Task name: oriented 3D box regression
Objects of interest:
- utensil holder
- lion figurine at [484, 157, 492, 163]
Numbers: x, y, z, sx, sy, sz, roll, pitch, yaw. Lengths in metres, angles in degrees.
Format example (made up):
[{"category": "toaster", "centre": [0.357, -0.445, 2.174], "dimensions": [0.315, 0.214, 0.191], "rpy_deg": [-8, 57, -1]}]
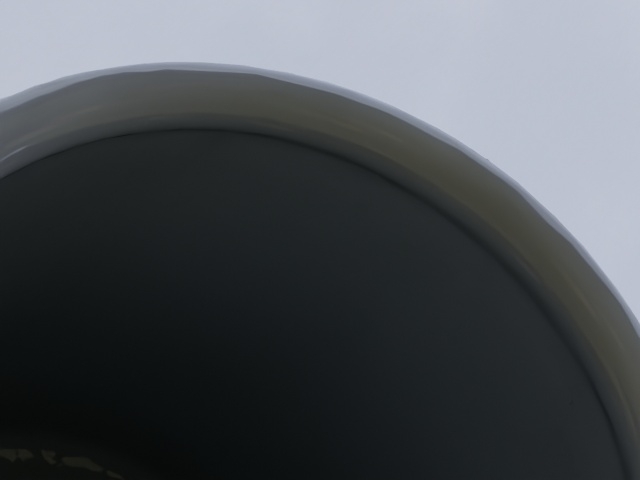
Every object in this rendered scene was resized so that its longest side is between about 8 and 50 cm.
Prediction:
[{"category": "utensil holder", "centre": [-0.085, 0.158, 0.635], "dimensions": [0.327, 0.327, 0.385], "rpy_deg": [43, -34, -2]}, {"category": "lion figurine", "centre": [0.000, 0.000, 1.329], "dimensions": [0.392, 0.142, 0.240], "rpy_deg": [24, -33, -8]}]
